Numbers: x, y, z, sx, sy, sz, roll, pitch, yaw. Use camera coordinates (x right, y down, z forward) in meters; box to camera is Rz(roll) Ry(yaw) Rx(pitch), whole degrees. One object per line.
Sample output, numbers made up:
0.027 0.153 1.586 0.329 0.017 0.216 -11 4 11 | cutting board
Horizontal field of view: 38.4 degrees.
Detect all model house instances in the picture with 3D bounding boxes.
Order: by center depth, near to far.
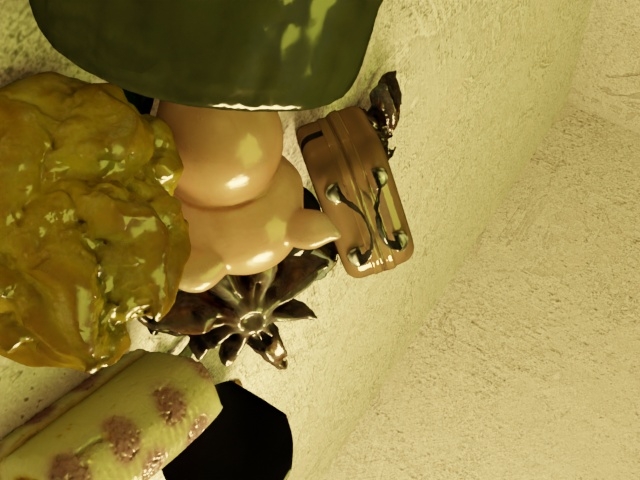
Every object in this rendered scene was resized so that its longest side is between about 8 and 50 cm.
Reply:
0.006 0.002 1.965 0.152 0.165 0.106 -50 142 -34 | model house

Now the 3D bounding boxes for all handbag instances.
0.072 -0.073 1.701 0.149 0.283 0.302 -20 118 -3 | handbag

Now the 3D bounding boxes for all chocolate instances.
-0.193 0.434 1.908 0.283 0.283 0.186 -59 176 -6 | chocolate

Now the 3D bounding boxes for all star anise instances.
-0.142 0.082 1.497 0.316 0.139 0.359 -34 129 -13 | star anise
0.109 -0.224 1.935 0.212 0.129 0.283 -10 119 -74 | star anise

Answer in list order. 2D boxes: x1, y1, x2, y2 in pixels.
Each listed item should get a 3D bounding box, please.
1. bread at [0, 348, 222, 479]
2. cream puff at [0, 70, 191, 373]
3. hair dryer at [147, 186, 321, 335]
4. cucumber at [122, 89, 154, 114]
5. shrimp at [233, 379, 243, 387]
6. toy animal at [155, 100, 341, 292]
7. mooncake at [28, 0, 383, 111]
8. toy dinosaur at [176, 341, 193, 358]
-0.325 0.305 1.427 0.338 0.187 0.155 -38 123 -48 | bread
-0.265 -0.009 1.036 0.324 0.257 0.291 -35 152 -37 | cream puff
-0.187 0.012 1.596 0.284 0.156 0.320 -47 155 26 | hair dryer
-0.244 -0.172 1.191 0.056 0.056 0.284 -19 132 -63 | cucumber
-0.207 0.357 2.073 0.190 0.042 0.101 61 39 -68 | shrimp
-0.124 -0.091 1.270 0.237 0.269 0.326 -18 164 -5 | toy animal
-0.108 -0.279 0.919 0.356 0.356 0.194 -33 146 -54 | mooncake
-0.296 0.283 1.673 0.363 0.076 0.147 -60 168 -15 | toy dinosaur
